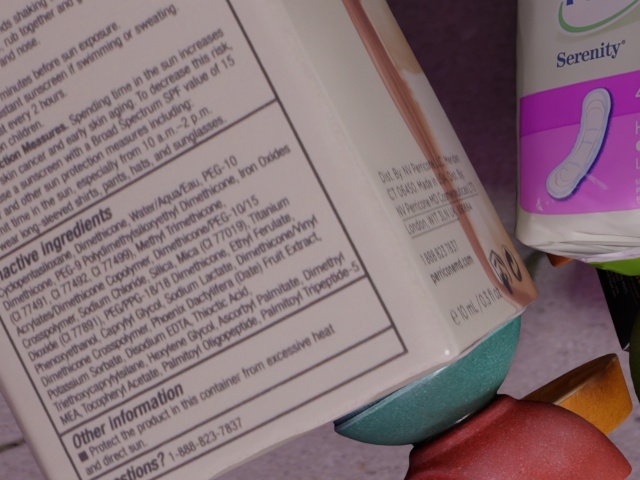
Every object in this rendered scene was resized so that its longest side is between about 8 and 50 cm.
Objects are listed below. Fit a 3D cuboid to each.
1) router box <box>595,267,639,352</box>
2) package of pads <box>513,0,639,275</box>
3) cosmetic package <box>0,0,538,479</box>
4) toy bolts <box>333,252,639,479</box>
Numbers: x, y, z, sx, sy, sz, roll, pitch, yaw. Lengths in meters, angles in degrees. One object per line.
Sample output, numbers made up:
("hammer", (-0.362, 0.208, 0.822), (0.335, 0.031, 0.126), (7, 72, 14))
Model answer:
("router box", (0.331, -0.015, 0.846), (0.309, 0.081, 0.243), (16, 130, -22))
("package of pads", (0.196, -0.116, 0.554), (0.101, 0.229, 0.296), (12, 166, -43))
("cosmetic package", (-0.066, -0.070, 0.581), (0.153, 0.129, 0.296), (-27, 88, 20))
("toy bolts", (0.073, 0.031, 0.740), (0.228, 0.158, 0.218), (-29, 176, -42))
